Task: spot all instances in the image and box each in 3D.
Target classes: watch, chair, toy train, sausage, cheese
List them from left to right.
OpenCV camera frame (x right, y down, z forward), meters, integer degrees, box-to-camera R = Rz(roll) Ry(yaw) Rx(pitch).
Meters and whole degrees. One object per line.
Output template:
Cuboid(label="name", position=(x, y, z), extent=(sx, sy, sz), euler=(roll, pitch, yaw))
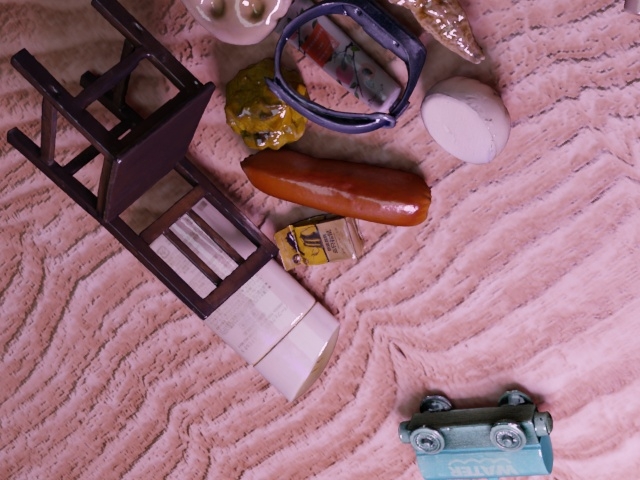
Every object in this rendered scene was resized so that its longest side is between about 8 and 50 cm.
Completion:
Cuboid(label="chair", position=(-0.241, -0.118, 1.903), extent=(0.416, 0.203, 0.241), euler=(41, 147, 7))
Cuboid(label="cheese", position=(-0.113, -0.398, 1.846), extent=(0.217, 0.117, 0.235), euler=(-10, 108, 23))
Cuboid(label="sausage", position=(0.023, -0.080, 1.955), extent=(0.300, 0.089, 0.083), euler=(12, 123, 15))
Cuboid(label="watch", position=(0.039, -0.241, 1.835), extent=(0.206, 0.068, 0.193), euler=(43, 87, 7))
Cuboid(label="toy train", position=(0.251, 0.319, 2.052), extent=(0.248, 0.101, 0.159), euler=(-8, 123, 25))

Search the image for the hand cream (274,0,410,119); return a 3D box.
Cuboid(label="hand cream", position=(0.033, -0.263, 1.898), extent=(0.234, 0.050, 0.080), euler=(42, 124, 6))

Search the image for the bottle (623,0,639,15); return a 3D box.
Cuboid(label="bottle", position=(0.426, -0.345, 1.711), extent=(0.045, 0.045, 0.096), euler=(11, 115, 15))

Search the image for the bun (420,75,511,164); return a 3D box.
Cuboid(label="bun", position=(0.215, -0.181, 1.838), extent=(0.138, 0.094, 0.138), euler=(35, 157, 17))

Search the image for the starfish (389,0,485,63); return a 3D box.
Cuboid(label="starfish", position=(0.122, -0.434, 1.713), extent=(0.432, 0.082, 0.324), euler=(35, 107, -6))

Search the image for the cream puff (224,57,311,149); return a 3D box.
Cuboid(label="cream puff", position=(-0.083, -0.192, 1.930), extent=(0.146, 0.116, 0.146), euler=(6, 115, 14))

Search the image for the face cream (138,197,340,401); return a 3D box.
Cuboid(label="face cream", position=(-0.119, 0.092, 2.087), extent=(0.348, 0.081, 0.173), euler=(42, 119, -2))

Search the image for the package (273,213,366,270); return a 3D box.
Cuboid(label="package", position=(0.000, 0.000, 2.023), extent=(0.131, 0.047, 0.071), euler=(-12, 111, 26))
